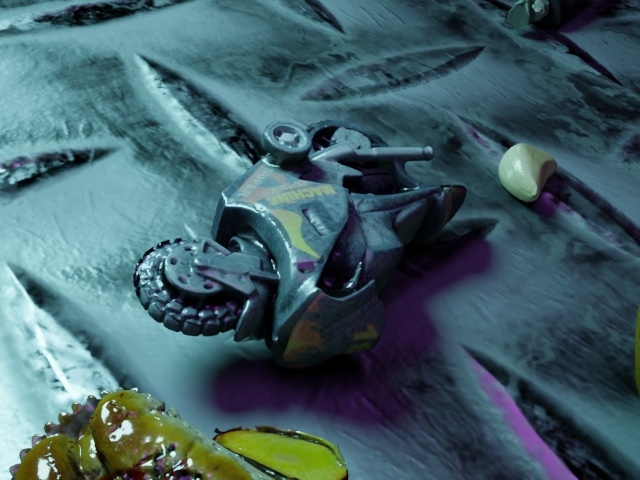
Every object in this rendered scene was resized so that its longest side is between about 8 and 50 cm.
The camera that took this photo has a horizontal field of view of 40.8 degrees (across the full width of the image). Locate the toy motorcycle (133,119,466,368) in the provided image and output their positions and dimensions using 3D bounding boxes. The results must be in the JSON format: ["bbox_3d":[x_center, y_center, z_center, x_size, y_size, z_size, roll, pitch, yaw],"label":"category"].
[{"bbox_3d":[0.000,0.000,0.678,0.173,0.108,0.307,34,44,13],"label":"toy motorcycle"}]

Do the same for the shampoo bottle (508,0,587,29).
[{"bbox_3d":[0.316,-0.332,1.158,0.057,0.063,0.208,22,41,31],"label":"shampoo bottle"}]

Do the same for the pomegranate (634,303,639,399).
[{"bbox_3d":[0.320,0.065,0.566,0.233,0.233,0.233,6,40,-5],"label":"pomegranate"}]

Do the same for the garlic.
[{"bbox_3d":[0.204,-0.070,0.847,0.053,0.041,0.083,32,37,17],"label":"garlic"}]

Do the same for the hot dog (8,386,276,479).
[{"bbox_3d":[-0.059,0.185,0.450,0.268,0.075,0.144,32,55,19],"label":"hot dog"}]

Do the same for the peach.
[{"bbox_3d":[-0.030,0.149,0.529,0.083,0.050,0.077,9,17,-15],"label":"peach"}]
